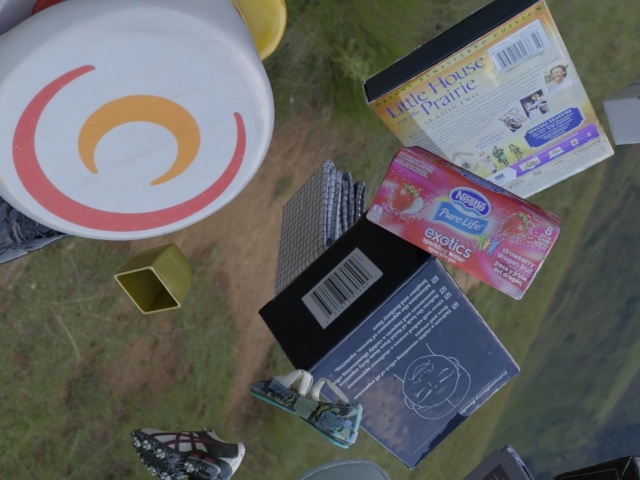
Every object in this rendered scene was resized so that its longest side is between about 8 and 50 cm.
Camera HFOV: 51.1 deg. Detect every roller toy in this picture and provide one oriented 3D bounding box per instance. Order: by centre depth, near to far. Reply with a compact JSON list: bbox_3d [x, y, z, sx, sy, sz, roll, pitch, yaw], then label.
[{"bbox_3d":[-0.137,-0.111,0.464,0.191,0.146,0.209,13,131,-36],"label":"roller toy"}]

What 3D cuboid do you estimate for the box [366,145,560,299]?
[{"bbox_3d":[0.216,-0.034,1.004,0.123,0.256,0.128,-65,166,17],"label":"box"}]

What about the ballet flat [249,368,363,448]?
[{"bbox_3d":[-0.016,0.202,0.861,0.070,0.188,0.070,-16,113,-42],"label":"ballet flat"}]

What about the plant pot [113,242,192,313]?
[{"bbox_3d":[-0.243,0.049,1.014,0.081,0.081,0.083,59,35,-28],"label":"plant pot"}]

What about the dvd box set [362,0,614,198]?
[{"bbox_3d":[0.308,-0.211,1.180,0.307,0.062,0.420,-29,139,22],"label":"dvd box set"}]

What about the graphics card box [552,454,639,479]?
[{"bbox_3d":[0.389,0.326,0.621,0.370,0.233,0.094,14,146,-32],"label":"graphics card box"}]

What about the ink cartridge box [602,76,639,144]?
[{"bbox_3d":[0.633,-0.255,1.176,0.212,0.154,0.093,-33,108,-23],"label":"ink cartridge box"}]

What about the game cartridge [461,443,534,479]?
[{"bbox_3d":[0.396,0.596,1.446,0.196,0.060,0.294,-42,-161,9],"label":"game cartridge"}]

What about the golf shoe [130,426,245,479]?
[{"bbox_3d":[-0.291,0.459,1.449,0.120,0.272,0.105,-36,129,-50],"label":"golf shoe"}]

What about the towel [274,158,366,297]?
[{"bbox_3d":[0.000,0.000,1.490,0.235,0.121,0.284,-43,-144,47],"label":"towel"}]

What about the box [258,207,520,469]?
[{"bbox_3d":[0.136,0.187,1.245,0.293,0.212,0.395,-42,127,-1],"label":"box"}]

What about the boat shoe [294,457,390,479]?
[{"bbox_3d":[-0.030,0.399,0.900,0.302,0.114,0.091,-18,132,-32],"label":"boat shoe"}]

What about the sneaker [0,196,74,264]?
[{"bbox_3d":[-0.331,-0.047,0.841,0.286,0.130,0.109,-46,139,-50],"label":"sneaker"}]
